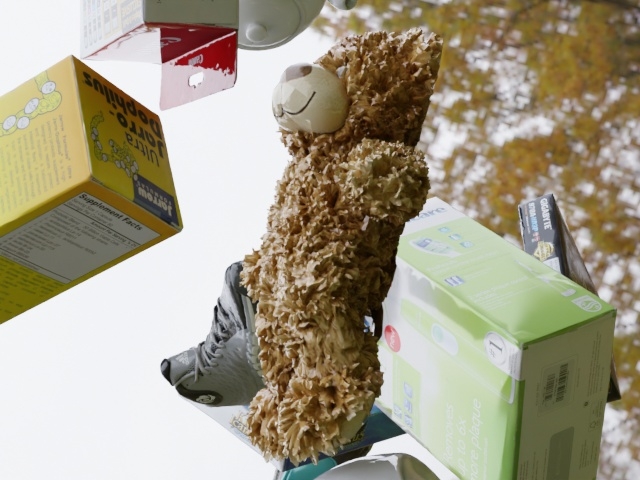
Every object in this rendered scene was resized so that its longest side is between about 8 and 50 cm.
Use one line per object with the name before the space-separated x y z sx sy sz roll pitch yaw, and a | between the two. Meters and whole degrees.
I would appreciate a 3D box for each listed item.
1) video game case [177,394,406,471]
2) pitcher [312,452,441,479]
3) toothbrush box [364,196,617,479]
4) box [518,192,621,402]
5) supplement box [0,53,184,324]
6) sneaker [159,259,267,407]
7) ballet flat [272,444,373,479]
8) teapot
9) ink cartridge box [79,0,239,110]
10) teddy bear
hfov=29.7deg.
video game case | -0.033 0.238 1.820 0.270 0.244 0.061 -7 -65 -44
pitcher | 0.020 0.255 0.853 0.207 0.125 0.178 -40 -58 15
toothbrush box | 0.152 0.110 1.230 0.122 0.283 0.206 -16 -57 -27
box | 0.317 0.078 1.535 0.220 0.051 0.175 59 -158 -34
supplement box | -0.389 -0.049 1.573 0.194 0.357 0.195 35 -145 -55
sneaker | -0.121 0.121 1.361 0.086 0.132 0.228 -99 1 -47
ballet flat | -0.010 0.380 2.015 0.482 0.164 0.182 -65 -6 -54
teapot | -0.106 -0.390 1.926 0.256 0.253 0.187 -48 33 48
ink cartridge box | -0.218 -0.320 1.585 0.130 0.309 0.271 0 -91 -25
teddy bear | 0.000 0.000 0.884 0.245 0.113 0.337 -148 71 -80
